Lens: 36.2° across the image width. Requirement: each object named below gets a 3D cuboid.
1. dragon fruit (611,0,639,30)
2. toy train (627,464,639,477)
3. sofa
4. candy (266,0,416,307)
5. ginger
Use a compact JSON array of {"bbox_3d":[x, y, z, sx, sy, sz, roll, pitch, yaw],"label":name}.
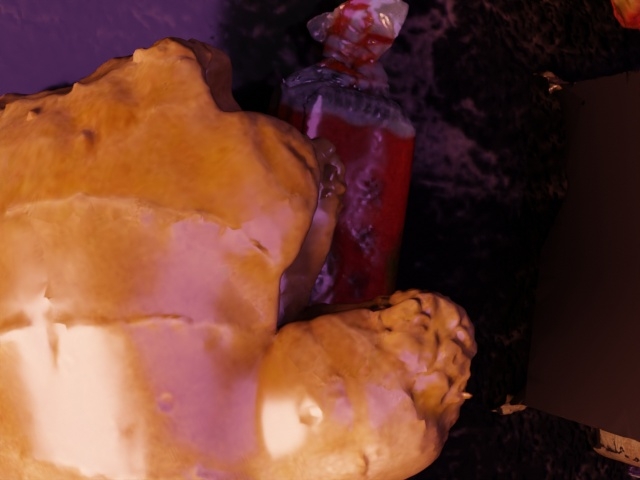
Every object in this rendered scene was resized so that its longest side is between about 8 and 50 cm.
[{"bbox_3d":[0.237,-0.256,0.591,0.317,0.152,0.205,-34,87,-12],"label":"dragon fruit"},{"bbox_3d":[0.249,0.160,0.678,0.083,0.017,0.017,13,80,-27],"label":"toy train"},{"bbox_3d":[0.234,0.015,0.562,0.182,0.200,0.258,9,87,-24],"label":"sofa"},{"bbox_3d":[0.001,0.000,0.522,0.086,0.059,0.292,8,90,-28],"label":"candy"},{"bbox_3d":[-0.049,0.099,0.456,0.236,0.166,0.375,-19,111,-10],"label":"ginger"}]
